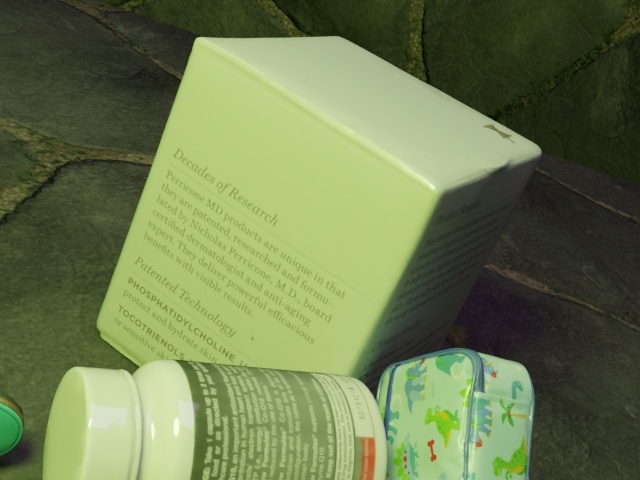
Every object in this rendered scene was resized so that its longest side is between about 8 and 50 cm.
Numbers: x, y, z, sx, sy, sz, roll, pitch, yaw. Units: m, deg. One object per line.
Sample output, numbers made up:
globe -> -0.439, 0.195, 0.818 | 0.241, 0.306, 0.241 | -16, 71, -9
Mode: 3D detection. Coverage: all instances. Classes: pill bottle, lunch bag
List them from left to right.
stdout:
pill bottle -> -0.096, 0.193, 0.883 | 0.283, 0.161, 0.161 | 10, 28, -28
lunch bag -> 0.119, 0.222, 0.943 | 0.090, 0.219, 0.176 | 16, -18, -27

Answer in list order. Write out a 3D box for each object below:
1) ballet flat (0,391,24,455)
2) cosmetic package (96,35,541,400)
ballet flat -> -0.411, 0.156, 0.855 | 0.280, 0.095, 0.096 | 3, 20, -38
cosmetic package -> 0.000, 0.000, 1.162 | 0.327, 0.393, 0.329 | 33, 25, 21
